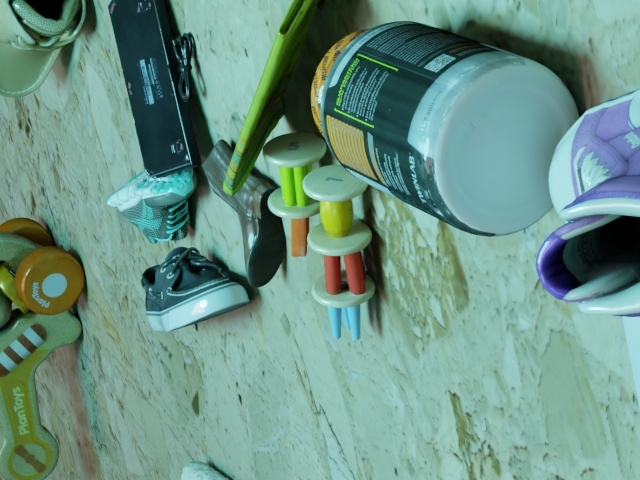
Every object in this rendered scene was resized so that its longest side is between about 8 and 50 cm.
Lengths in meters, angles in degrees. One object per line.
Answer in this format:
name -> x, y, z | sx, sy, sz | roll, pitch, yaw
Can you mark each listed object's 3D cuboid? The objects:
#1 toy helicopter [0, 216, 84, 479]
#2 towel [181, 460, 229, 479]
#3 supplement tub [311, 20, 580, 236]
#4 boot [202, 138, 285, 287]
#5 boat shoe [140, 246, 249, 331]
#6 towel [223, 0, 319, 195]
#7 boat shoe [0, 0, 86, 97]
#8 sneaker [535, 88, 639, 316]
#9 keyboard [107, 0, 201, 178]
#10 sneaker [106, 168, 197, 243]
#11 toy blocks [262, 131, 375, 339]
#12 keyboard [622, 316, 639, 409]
toy helicopter -> -0.409, 0.158, 2.443 | 0.140, 0.235, 0.355 | 37, 139, 55
towel -> -0.084, 0.387, 2.105 | 0.187, 0.049, 0.282 | 22, 126, 61
supplement tub -> 0.075, -0.079, 1.283 | 0.190, 0.117, 0.117 | 32, 135, 59
boot -> -0.074, -0.026, 1.779 | 0.114, 0.037, 0.106 | 39, 128, 48
boat shoe -> -0.132, 0.043, 1.928 | 0.228, 0.080, 0.076 | 167, 83, -75
towel -> -0.032, -0.130, 1.543 | 0.021, 0.102, 0.237 | 24, 149, 0
boat shoe -> -0.307, -0.251, 2.045 | 0.110, 0.122, 0.341 | 61, 154, 27
sneaker -> 0.164, -0.021, 1.065 | 0.282, 0.161, 0.102 | 3, 111, 68
keyboard -> -0.148, -0.155, 1.848 | 0.108, 0.023, 0.180 | -14, 89, 51
sneaker -> -0.152, -0.035, 1.947 | 0.076, 0.065, 0.166 | 54, 160, -10
toy blocks -> 0.000, 0.000, 1.604 | 0.123, 0.054, 0.148 | 41, 143, 50
keyboard -> 0.233, 0.160, 1.239 | 0.072, 0.014, 0.256 | -157, 53, -68
